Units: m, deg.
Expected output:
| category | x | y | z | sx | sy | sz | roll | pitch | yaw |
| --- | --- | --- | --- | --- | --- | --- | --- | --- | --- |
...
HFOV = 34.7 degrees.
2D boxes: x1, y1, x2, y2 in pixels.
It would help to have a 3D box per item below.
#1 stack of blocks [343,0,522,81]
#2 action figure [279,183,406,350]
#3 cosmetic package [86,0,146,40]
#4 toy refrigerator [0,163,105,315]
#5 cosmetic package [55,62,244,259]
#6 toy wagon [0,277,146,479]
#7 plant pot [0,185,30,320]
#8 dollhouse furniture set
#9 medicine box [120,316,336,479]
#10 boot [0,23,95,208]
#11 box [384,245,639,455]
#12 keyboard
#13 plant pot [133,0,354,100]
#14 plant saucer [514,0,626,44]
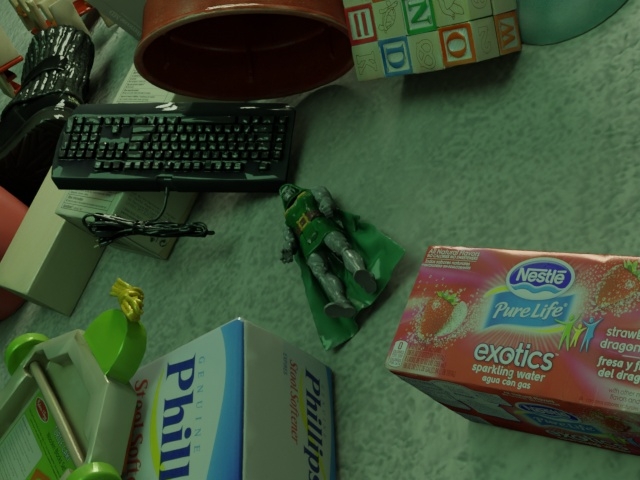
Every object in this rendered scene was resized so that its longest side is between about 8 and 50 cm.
| category | x | y | z | sx | sy | sz | roll | pitch | yaw |
| --- | --- | --- | --- | --- | --- | --- | --- | --- | --- |
| stack of blocks | 0.101 | -0.334 | 1.111 | 0.171 | 0.087 | 0.297 | -2 | 105 | 46 |
| action figure | 0.000 | 0.000 | 1.141 | 0.137 | 0.063 | 0.232 | -49 | 35 | 12 |
| cosmetic package | -0.269 | -0.459 | 1.701 | 0.238 | 0.127 | 0.107 | -38 | 40 | 22 |
| toy refrigerator | -0.364 | -0.032 | 1.515 | 0.102 | 0.094 | 0.269 | 11 | 72 | 42 |
| cosmetic package | -0.227 | -0.141 | 1.434 | 0.160 | 0.113 | 0.309 | 12 | 71 | 49 |
| toy wagon | -0.268 | 0.196 | 1.026 | 0.344 | 0.068 | 0.267 | -52 | 38 | 3 |
| plant pot | -0.577 | -0.001 | 1.575 | 0.275 | 0.243 | 0.274 | -21 | 56 | 34 |
| dollhouse furniture set | -0.507 | -0.392 | 1.897 | 0.259 | 0.135 | 0.262 | -39 | 35 | -18 |
| medicine box | -0.133 | 0.261 | 1.013 | 0.289 | 0.149 | 0.263 | -29 | 45 | 30 |
| boot | -0.514 | -0.189 | 1.753 | 0.348 | 0.131 | 0.260 | -31 | 46 | 20 |
| box | 0.196 | 0.087 | 0.814 | 0.257 | 0.128 | 0.122 | 3 | 65 | 48 |
| keyboard | -0.194 | -0.087 | 1.300 | 0.317 | 0.033 | 0.201 | 1 | 72 | 14 |
| plant pot | -0.097 | -0.343 | 1.257 | 0.272 | 0.272 | 0.265 | -16 | 73 | 39 |
| plant saucer | 0.264 | -0.302 | 1.102 | 0.195 | 0.037 | 0.195 | -25 | 47 | 31 |
